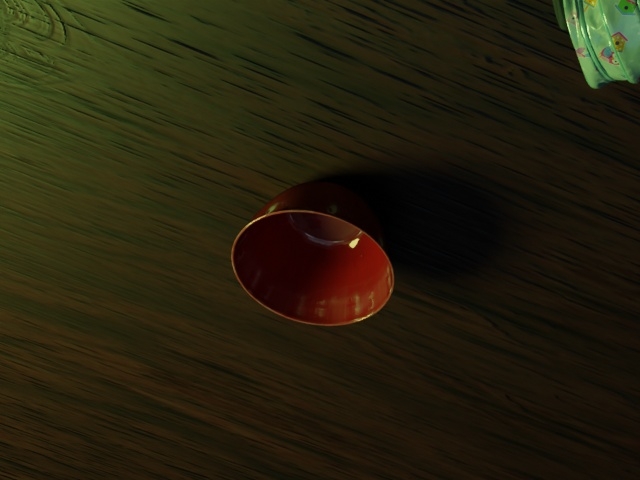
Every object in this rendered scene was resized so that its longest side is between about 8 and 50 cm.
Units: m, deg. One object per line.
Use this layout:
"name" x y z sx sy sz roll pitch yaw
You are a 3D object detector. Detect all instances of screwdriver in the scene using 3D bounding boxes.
"screwdriver" 0.202 -0.258 0.912 0.025 0.024 0.170 -26 126 0

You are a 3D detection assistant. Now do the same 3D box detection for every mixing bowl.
"mixing bowl" 0.000 0.000 1.172 0.181 0.098 0.181 8 137 8

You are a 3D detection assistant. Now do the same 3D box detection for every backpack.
"backpack" 0.257 -0.203 0.836 0.115 0.182 0.152 -21 126 32
